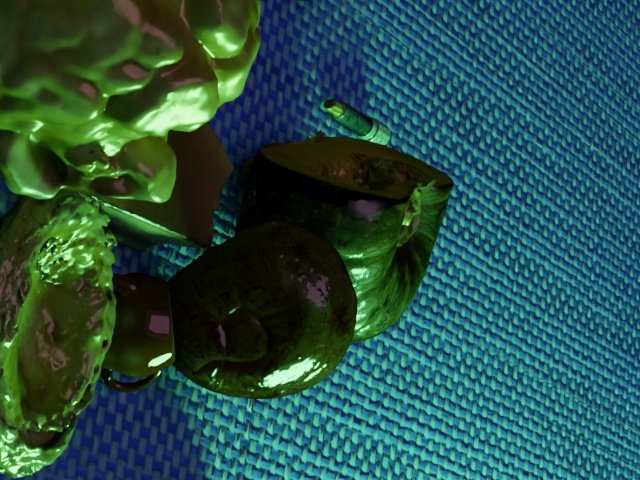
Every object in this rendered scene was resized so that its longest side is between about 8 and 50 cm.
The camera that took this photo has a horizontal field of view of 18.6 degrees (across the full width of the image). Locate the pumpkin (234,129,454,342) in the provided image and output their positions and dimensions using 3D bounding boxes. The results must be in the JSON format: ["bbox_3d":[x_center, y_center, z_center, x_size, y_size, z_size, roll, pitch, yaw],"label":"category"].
[{"bbox_3d":[0.000,0.000,2.310,0.325,0.242,0.232,-9,123,-63],"label":"pumpkin"}]

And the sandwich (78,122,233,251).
[{"bbox_3d":[-0.196,-0.055,2.068,0.186,0.108,0.220,64,38,-30],"label":"sandwich"}]

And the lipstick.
[{"bbox_3d":[0.044,-0.155,2.511,0.116,0.037,0.037,32,61,-47],"label":"lipstick"}]

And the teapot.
[{"bbox_3d":[-0.209,0.094,2.050,0.116,0.116,0.173,-53,151,-45],"label":"teapot"}]

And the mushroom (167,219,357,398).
[{"bbox_3d":[-0.070,0.088,2.127,0.194,0.231,0.138,50,25,0],"label":"mushroom"}]

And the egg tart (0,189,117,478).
[{"bbox_3d":[-0.288,0.082,1.874,0.288,0.118,0.288,5,90,-75],"label":"egg tart"}]

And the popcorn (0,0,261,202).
[{"bbox_3d":[-0.243,-0.233,1.761,0.390,0.354,0.344,36,35,-28],"label":"popcorn"}]
